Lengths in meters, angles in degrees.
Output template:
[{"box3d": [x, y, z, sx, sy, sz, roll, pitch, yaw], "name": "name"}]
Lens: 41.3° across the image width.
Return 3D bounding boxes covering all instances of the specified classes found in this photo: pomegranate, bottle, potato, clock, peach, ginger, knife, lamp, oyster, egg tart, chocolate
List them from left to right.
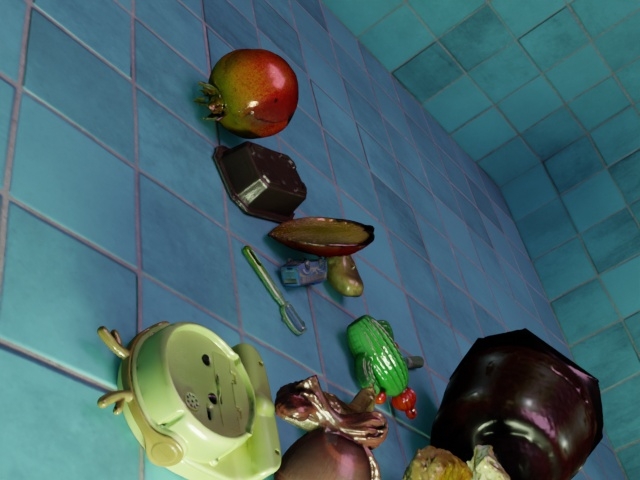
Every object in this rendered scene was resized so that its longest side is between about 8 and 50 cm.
[{"box3d": [-0.192, 0.221, 1.226, 0.308, 0.096, 0.235, 33, 33, -43], "name": "clock"}, {"box3d": [-0.162, -0.330, 1.907, 0.235, 0.210, 0.210, -17, 71, -31], "name": "pomegranate"}, {"box3d": [-0.097, 0.102, 1.698, 0.212, 0.015, 0.054, 57, 30, -1], "name": "knife"}, {"box3d": [-0.003, 0.353, 1.341, 0.215, 0.151, 0.223, 28, 58, -14], "name": "lamp"}, {"box3d": [0.001, 0.004, 1.882, 0.279, 0.068, 0.189, -5, 18, -33], "name": "peach"}, {"box3d": [0.051, 0.075, 1.965, 0.091, 0.070, 0.138, 28, 37, -49], "name": "potato"}, {"box3d": [0.041, 0.340, 1.571, 0.148, 0.081, 0.334, 61, 18, 7], "name": "ginger"}, {"box3d": [0.225, 0.298, 2.078, 0.083, 0.030, 0.030, 11, 50, -60], "name": "bottle"}, {"box3d": [0.220, 0.555, 1.561, 0.352, 0.150, 0.352, 45, 29, -34], "name": "egg tart"}, {"box3d": [0.409, 0.421, 1.873, 0.383, 0.384, 0.331, 60, 24, 8], "name": "chocolate"}, {"box3d": [0.339, 0.539, 1.535, 0.271, 0.100, 0.275, 66, 13, -44], "name": "oyster"}]

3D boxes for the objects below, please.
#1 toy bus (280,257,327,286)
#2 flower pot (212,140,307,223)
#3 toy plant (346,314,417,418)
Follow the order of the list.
[{"box3d": [-0.033, 0.067, 1.821, 0.153, 0.051, 0.061, -4, 92, -66], "name": "toy bus"}, {"box3d": [-0.119, -0.139, 1.887, 0.251, 0.084, 0.179, 14, 48, -60], "name": "flower pot"}, {"box3d": [0.131, 0.277, 1.846, 0.155, 0.088, 0.240, 4, 66, -49], "name": "toy plant"}]
